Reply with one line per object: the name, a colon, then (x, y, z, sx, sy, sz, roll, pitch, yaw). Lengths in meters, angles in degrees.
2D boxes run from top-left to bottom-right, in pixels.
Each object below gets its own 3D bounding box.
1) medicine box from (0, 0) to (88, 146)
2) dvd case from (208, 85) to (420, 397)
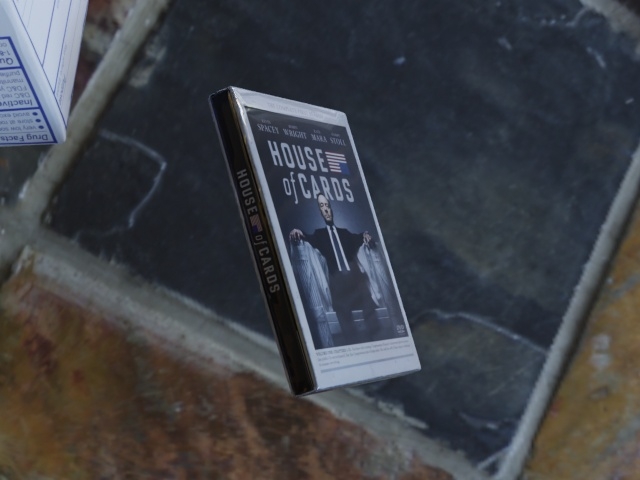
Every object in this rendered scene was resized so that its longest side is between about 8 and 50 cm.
medicine box: (-0.279, -0.256, 0.821, 0.149, 0.289, 0.264, -1, 57, 4)
dvd case: (0.000, 0.000, 0.883, 0.179, 0.029, 0.239, 1, 70, -60)
